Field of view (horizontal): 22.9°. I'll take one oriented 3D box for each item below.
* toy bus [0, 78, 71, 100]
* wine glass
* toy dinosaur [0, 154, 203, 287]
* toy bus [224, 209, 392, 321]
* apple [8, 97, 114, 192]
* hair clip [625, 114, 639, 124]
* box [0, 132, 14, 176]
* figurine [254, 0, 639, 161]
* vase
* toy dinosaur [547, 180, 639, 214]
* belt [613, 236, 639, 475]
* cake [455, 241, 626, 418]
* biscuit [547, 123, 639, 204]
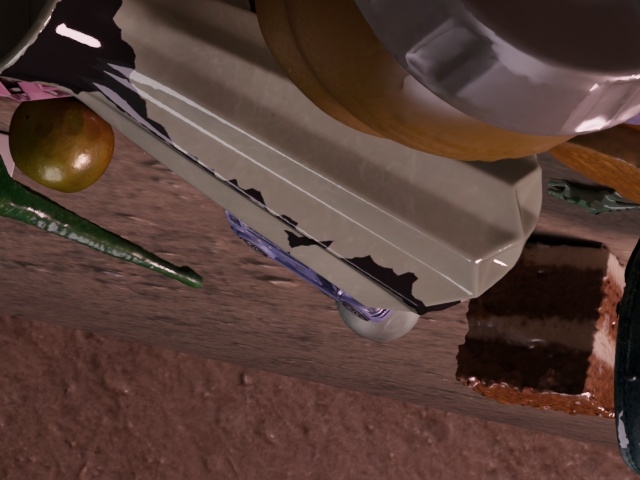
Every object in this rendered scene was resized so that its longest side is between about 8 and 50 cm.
[{"bbox_3d":[-0.177,-0.132,1.039,0.203,0.063,0.090,1,165,45],"label":"toy bus"},{"bbox_3d":[-0.017,-0.010,1.581,0.264,0.096,0.309,36,175,11],"label":"wine glass"},{"bbox_3d":[-0.279,-0.033,1.307,0.301,0.087,0.447,36,-172,9],"label":"toy dinosaur"},{"bbox_3d":[0.000,0.000,1.369,0.167,0.073,0.076,30,168,20],"label":"toy bus"},{"bbox_3d":[-0.217,-0.083,1.317,0.090,0.074,0.089,29,-176,-2],"label":"apple"},{"bbox_3d":[0.125,-0.108,0.876,0.124,0.052,0.195,32,168,-35],"label":"hair clip"},{"bbox_3d":[-0.352,-0.081,1.565,0.100,0.048,0.152,17,167,-11],"label":"box"},{"bbox_3d":[0.067,-0.115,0.554,0.342,0.167,0.285,35,157,-8],"label":"figurine"},{"bbox_3d":[-0.031,-0.075,0.944,0.360,0.165,0.165,25,165,-34],"label":"vase"},{"bbox_3d":[0.214,-0.029,1.224,0.083,0.021,0.062,19,176,-10],"label":"toy dinosaur"},{"bbox_3d":[0.307,0.085,1.209,0.116,0.206,0.267,6,180,28],"label":"belt"},{"bbox_3d":[0.211,0.079,1.445,0.135,0.147,0.134,7,170,26],"label":"cake"},{"bbox_3d":[0.224,-0.050,0.999,0.170,0.050,0.170,25,179,1],"label":"biscuit"}]
